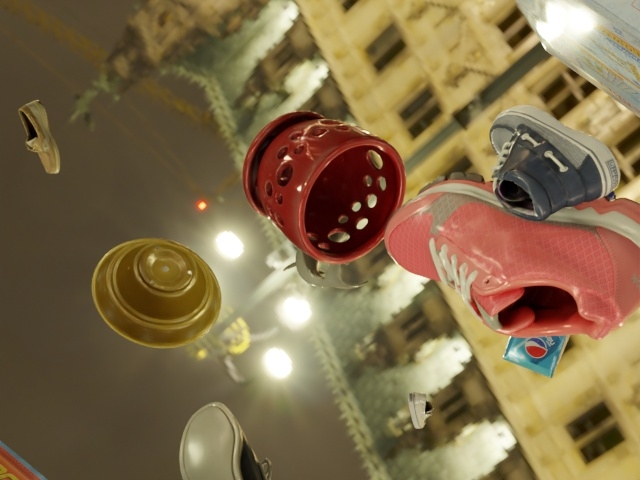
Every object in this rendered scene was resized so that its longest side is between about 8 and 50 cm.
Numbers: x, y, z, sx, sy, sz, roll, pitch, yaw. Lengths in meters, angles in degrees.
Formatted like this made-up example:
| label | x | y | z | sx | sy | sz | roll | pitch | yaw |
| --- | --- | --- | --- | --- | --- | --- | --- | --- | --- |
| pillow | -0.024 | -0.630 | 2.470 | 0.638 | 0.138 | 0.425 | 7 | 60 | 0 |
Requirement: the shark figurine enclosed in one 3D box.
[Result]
| label | x | y | z | sx | sy | sz | roll | pitch | yaw |
| --- | --- | --- | --- | --- | --- | --- | --- | --- | --- |
| shark figurine | -0.016 | 0.016 | 2.075 | 0.278 | 0.166 | 0.116 | -89 | -26 | -66 |

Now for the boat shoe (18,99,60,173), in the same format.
| label | x | y | z | sx | sy | sz | roll | pitch | yaw |
| --- | --- | --- | --- | --- | --- | --- | --- | --- | --- |
| boat shoe | -0.505 | -0.180 | 2.065 | 0.045 | 0.050 | 0.135 | -26 | -74 | -39 |

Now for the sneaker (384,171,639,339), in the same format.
| label | x | y | z | sx | sy | sz | roll | pitch | yaw |
| --- | --- | --- | --- | --- | --- | --- | --- | --- | --- |
| sneaker | 0.164 | 0.022 | 1.078 | 0.136 | 0.314 | 0.116 | -49 | -55 | -31 |

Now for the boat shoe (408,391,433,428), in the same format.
| label | x | y | z | sx | sy | sz | roll | pitch | yaw |
| --- | --- | --- | --- | --- | --- | --- | --- | --- | --- |
| boat shoe | 0.161 | 0.267 | 1.819 | 0.100 | 0.035 | 0.035 | 72 | -163 | -52 |

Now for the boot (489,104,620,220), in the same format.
| label | x | y | z | sx | sy | sz | roll | pitch | yaw |
| --- | --- | --- | --- | --- | --- | --- | --- | --- | --- |
| boot | 0.183 | -0.072 | 1.053 | 0.190 | 0.086 | 0.069 | 36 | 146 | 65 |

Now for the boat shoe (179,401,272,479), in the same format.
| label | x | y | z | sx | sy | sz | roll | pitch | yaw |
| --- | --- | --- | --- | --- | --- | --- | --- | --- | --- |
| boat shoe | -0.102 | 0.302 | 1.415 | 0.079 | 0.095 | 0.254 | 47 | -175 | -39 |

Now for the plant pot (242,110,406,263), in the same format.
| label | x | y | z | sx | sy | sz | roll | pitch | yaw |
| --- | --- | --- | --- | --- | --- | --- | --- | --- | --- |
| plant pot | -0.001 | -0.086 | 1.634 | 0.191 | 0.191 | 0.174 | 20 | -168 | -44 |

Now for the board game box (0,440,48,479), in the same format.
| label | x | y | z | sx | sy | sz | roll | pitch | yaw |
| --- | --- | --- | --- | --- | --- | --- | --- | --- | --- |
| board game box | -0.455 | 0.306 | 1.222 | 0.302 | 0.086 | 0.308 | -12 | -160 | -38 |

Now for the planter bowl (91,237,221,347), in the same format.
| label | x | y | z | sx | sy | sz | roll | pitch | yaw |
| --- | --- | --- | --- | --- | --- | --- | --- | --- | --- |
| planter bowl | -0.268 | 0.068 | 1.945 | 0.217 | 0.217 | 0.090 | 39 | -154 | -18 |

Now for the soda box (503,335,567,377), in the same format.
| label | x | y | z | sx | sy | sz | roll | pitch | yaw |
| --- | --- | --- | --- | --- | --- | --- | --- | --- | --- |
| soda box | 0.313 | 0.117 | 1.608 | 0.071 | 0.067 | 0.210 | 20 | -162 | 14 |

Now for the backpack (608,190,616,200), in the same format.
| label | x | y | z | sx | sy | sz | roll | pitch | yaw |
| --- | --- | --- | --- | --- | --- | --- | --- | --- | --- |
| backpack | 0.387 | -0.066 | 1.853 | 0.101 | 0.120 | 0.098 | -24 | -103 | -39 |

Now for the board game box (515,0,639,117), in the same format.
| label | x | y | z | sx | sy | sz | roll | pitch | yaw |
| --- | --- | --- | --- | --- | --- | --- | --- | --- | --- |
| board game box | 0.298 | -0.171 | 1.035 | 0.319 | 0.066 | 0.318 | 44 | -174 | 27 |
